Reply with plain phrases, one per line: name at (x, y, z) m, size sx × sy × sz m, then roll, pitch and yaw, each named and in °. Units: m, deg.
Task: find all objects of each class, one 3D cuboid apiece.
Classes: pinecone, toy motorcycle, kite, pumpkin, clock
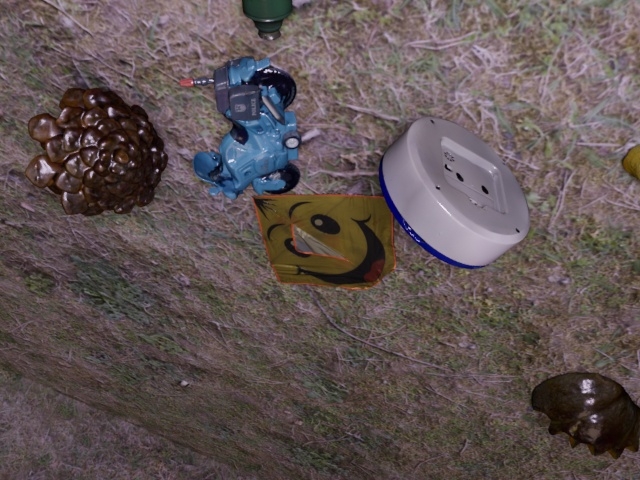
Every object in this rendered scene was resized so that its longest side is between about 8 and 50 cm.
pinecone at (-0.371, -0.147, 0.940) m, size 0.202 × 0.201 × 0.229 m, roll -39°, pitch 139°, yaw 10°
toy motorcycle at (-0.125, -0.170, 0.916) m, size 0.182 × 0.123 × 0.272 m, roll -7°, pitch 139°, yaw -6°
kite at (0.000, -0.002, 1.122) m, size 0.328 × 0.013 × 0.377 m, roll 33°, pitch 136°, yaw -16°
pumpkin at (0.617, 0.391, 1.257) m, size 0.254 × 0.130 × 0.149 m, roll 7°, pitch 137°, yaw 13°
clock at (0.198, -0.074, 0.820) m, size 0.230 × 0.230 × 0.083 m, roll 29°, pitch 136°, yaw -14°

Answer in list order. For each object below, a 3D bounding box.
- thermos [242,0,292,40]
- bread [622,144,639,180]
thermos at (-0.071, -0.358, 0.731) m, size 0.073 × 0.083 × 0.187 m, roll 26°, pitch 143°, yaw 22°
bread at (0.547, -0.115, 0.794) m, size 0.188 × 0.065 × 0.149 m, roll 16°, pitch 133°, yaw 3°
